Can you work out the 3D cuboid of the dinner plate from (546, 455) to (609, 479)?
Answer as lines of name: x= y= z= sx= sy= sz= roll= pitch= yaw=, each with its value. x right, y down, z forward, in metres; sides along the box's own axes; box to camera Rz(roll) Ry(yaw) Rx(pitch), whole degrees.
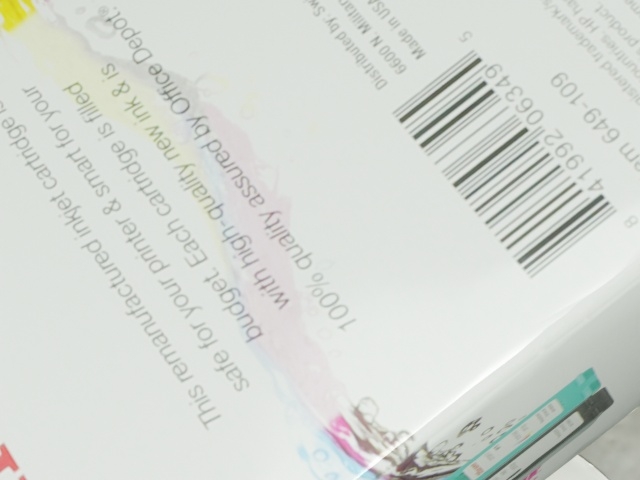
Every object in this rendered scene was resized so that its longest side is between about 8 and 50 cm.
dinner plate: x=0.060 y=0.141 z=0.521 sx=0.141 sy=0.017 sz=0.141 roll=-2 pitch=76 yaw=10

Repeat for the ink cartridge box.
ink cartridge box: x=0.000 y=0.000 z=0.459 sx=0.270 sy=0.197 sz=0.198 roll=-38 pitch=69 yaw=1
